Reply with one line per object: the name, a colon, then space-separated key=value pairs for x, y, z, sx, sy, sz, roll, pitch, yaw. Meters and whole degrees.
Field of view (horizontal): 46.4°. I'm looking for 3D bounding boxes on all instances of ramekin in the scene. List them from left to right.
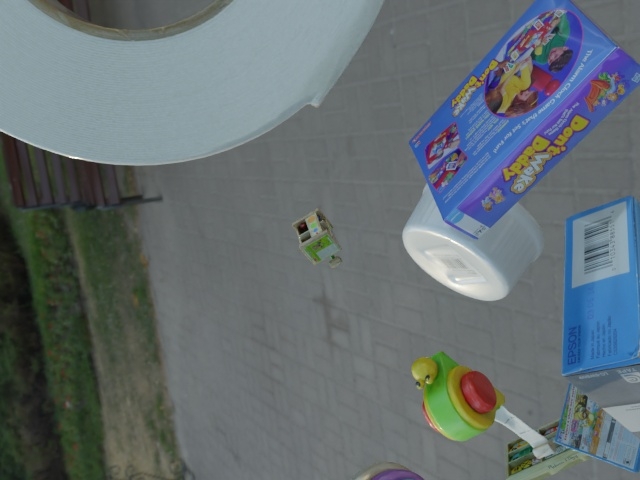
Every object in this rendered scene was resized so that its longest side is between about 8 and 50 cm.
ramekin: x=0.304 y=0.002 z=1.538 sx=0.277 sy=0.135 sz=0.277 roll=32 pitch=160 yaw=13

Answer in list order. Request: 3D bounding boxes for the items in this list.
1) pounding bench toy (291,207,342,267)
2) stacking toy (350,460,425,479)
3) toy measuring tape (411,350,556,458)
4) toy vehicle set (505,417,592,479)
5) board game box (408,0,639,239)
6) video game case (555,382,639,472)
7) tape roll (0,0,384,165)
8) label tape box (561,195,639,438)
pounding bench toy: x=0.000 y=0.000 z=1.205 sx=0.083 sy=0.052 sz=0.065 roll=50 pitch=-166 yaw=-43
stacking toy: x=0.150 y=0.377 z=0.937 sx=0.330 sy=0.141 sz=0.141 roll=-12 pitch=91 yaw=66
toy measuring tape: x=0.271 y=0.302 z=1.230 sx=0.330 sy=0.121 sz=0.121 roll=39 pitch=159 yaw=-18
toy vehicle set: x=0.551 y=0.467 z=1.717 sx=0.267 sy=0.166 sz=0.035 roll=-31 pitch=95 yaw=18
board game box: x=0.303 y=-0.201 z=1.171 sx=0.347 sy=0.078 sz=0.233 roll=-48 pitch=32 yaw=27
video game case: x=0.484 y=0.314 z=1.282 sx=0.166 sy=0.015 sz=0.119 roll=7 pitch=80 yaw=59
tape roll: x=-0.132 y=-0.245 z=0.531 sx=0.072 sy=0.392 sz=0.391 roll=-106 pitch=9 yaw=-78
label tape box: x=0.447 y=0.136 z=0.964 sx=0.106 sy=0.334 sz=0.240 roll=-25 pitch=39 yaw=42
